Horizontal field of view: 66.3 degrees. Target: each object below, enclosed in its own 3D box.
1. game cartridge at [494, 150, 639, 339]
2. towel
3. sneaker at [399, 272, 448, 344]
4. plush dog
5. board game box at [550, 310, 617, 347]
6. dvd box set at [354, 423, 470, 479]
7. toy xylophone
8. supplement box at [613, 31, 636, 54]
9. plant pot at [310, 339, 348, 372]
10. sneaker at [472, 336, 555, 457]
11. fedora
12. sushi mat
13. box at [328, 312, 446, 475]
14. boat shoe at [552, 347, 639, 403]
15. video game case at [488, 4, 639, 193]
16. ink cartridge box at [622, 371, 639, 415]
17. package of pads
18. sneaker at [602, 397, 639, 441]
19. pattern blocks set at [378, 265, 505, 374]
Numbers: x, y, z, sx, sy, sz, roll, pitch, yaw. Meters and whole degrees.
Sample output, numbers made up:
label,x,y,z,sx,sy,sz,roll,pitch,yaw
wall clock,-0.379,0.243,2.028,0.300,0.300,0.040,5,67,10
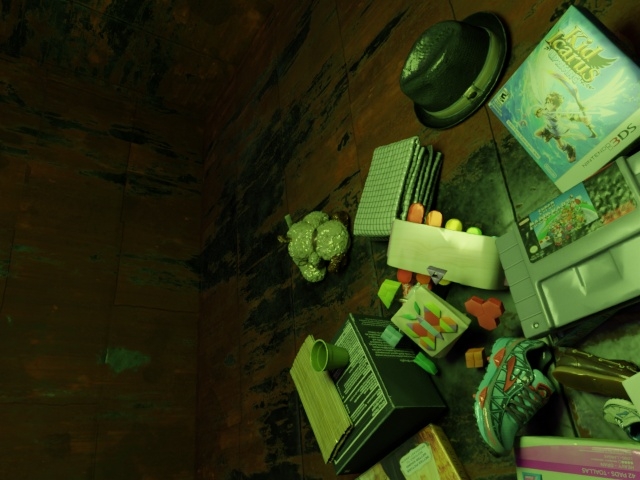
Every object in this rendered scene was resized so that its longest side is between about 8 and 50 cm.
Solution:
label,x,y,z,sx,sy,sz,roll,pitch,yaw
game cartridge,0.482,0.012,0.873,0.355,0.068,0.230,-43,50,47
towel,0.219,-0.137,1.406,0.235,0.121,0.284,0,73,66
sneaker,0.252,0.129,1.297,0.145,0.090,0.270,36,107,57
plush dog,0.000,0.000,1.675,0.225,0.210,0.263,-6,73,33
board game box,0.505,0.076,0.936,0.194,0.060,0.194,-43,45,42
dvd box set,0.240,0.674,1.073,0.307,0.062,0.420,-43,42,17
toy xylophone,0.284,0.054,1.158,0.322,0.081,0.236,23,104,32
supplement box,0.526,-0.330,1.026,0.233,0.080,0.078,-23,62,55
plant pot,0.028,0.299,1.257,0.083,0.079,0.083,-28,56,53
sneaker,0.380,0.289,0.946,0.125,0.104,0.262,-18,33,45
fedora,0.326,-0.472,1.319,0.334,0.152,0.334,-27,57,52
sushi mat,-0.005,0.419,1.331,0.151,0.019,0.317,-64,33,26
box,0.129,0.407,1.306,0.296,0.182,0.294,-60,34,29
boat shoe,0.516,0.236,0.856,0.073,0.073,0.207,-45,30,-23
video game case,0.496,-0.266,0.955,0.270,0.061,0.244,59,139,21
ink cartridge box,0.599,0.285,0.558,0.285,0.166,0.395,113,151,-48
package of pads,0.476,0.453,0.815,0.296,0.101,0.229,-26,58,53
sneaker,0.511,0.297,0.808,0.058,0.052,0.135,-53,-6,-20
pattern blocks set,0.254,0.191,1.128,0.285,0.026,0.325,31,138,24
